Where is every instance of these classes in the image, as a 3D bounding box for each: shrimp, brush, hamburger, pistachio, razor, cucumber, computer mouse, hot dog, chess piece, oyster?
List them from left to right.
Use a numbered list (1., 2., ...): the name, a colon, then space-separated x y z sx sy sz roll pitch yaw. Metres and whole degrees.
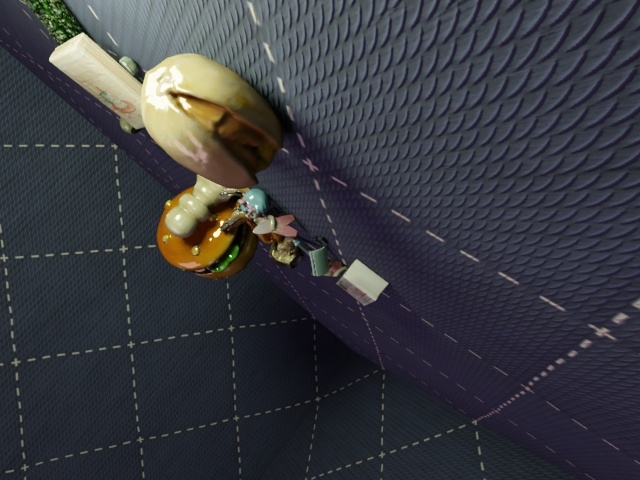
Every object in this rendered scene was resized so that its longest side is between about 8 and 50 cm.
1. cucumber: -0.766 -0.653 1.338 0.096 0.096 0.359 34 167 19
2. computer mouse: -0.557 -0.513 1.382 0.056 0.032 0.110 48 174 -32
3. chess piece: -0.450 -0.138 1.760 0.167 0.299 0.167 35 166 10
4. hamburger: -0.463 -0.037 1.961 0.396 0.395 0.277 32 175 26
5. pistachio: -0.226 -0.248 0.991 0.309 0.229 0.230 33 170 -24
6. shrimp: -0.321 -0.116 1.736 0.152 0.219 0.046 42 -152 -27
7. hot dog: -0.233 -0.083 1.837 0.100 0.068 0.249 -16 129 26
8. oyster: -0.150 0.057 2.022 0.166 0.110 0.341 39 166 -5
9. razor: -0.048 0.040 1.773 0.232 0.068 0.105 36 141 56
10. brush: 0.019 0.110 1.869 0.050 0.060 0.321 54 164 -7

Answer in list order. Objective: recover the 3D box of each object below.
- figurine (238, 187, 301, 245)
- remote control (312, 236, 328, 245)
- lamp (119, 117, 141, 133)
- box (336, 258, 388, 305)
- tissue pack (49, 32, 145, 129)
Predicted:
1. figurine: -0.163 -0.088 1.654 0.260 0.103 0.205 40 -157 -12
2. remote control: 0.000 0.000 1.642 0.039 0.014 0.096 42 168 -15
3. lamp: -0.792 -0.511 1.929 0.163 0.091 0.091 52 169 11
4. box: 0.138 0.148 1.626 0.135 0.081 0.199 37 169 2
5. tissue pack: -0.648 -0.480 1.472 0.170 0.071 0.325 1 154 36
